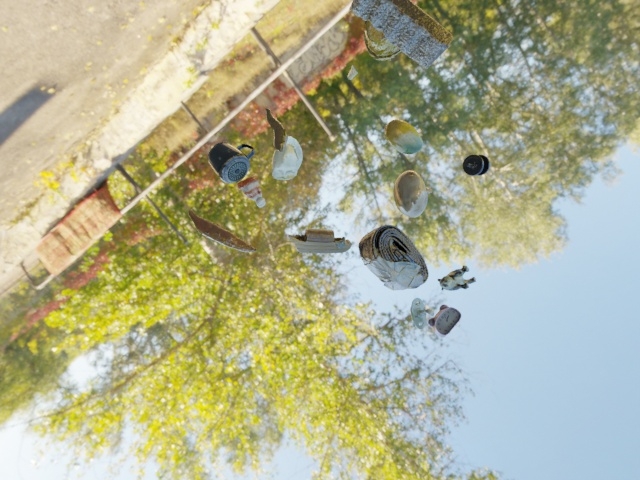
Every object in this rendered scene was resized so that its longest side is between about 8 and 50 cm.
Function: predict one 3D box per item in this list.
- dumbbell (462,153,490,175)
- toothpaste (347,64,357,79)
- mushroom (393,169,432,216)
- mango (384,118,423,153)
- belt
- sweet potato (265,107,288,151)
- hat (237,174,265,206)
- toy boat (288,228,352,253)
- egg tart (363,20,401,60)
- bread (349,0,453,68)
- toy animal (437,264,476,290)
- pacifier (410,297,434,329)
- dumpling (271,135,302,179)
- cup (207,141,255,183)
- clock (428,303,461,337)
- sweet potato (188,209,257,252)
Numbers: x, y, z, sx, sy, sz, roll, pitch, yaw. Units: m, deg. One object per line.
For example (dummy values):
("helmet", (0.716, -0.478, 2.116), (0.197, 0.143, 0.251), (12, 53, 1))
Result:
("dumbbell", (0.504, -0.244, 1.399), (0.069, 0.070, 0.147), (-28, 169, 39))
("toothpaste", (0.166, -0.867, 2.242), (0.029, 0.048, 0.197), (-31, -171, 0))
("mushroom", (0.444, -0.224, 2.073), (0.177, 0.227, 0.226), (-5, -165, -1))
("mango", (0.365, -0.447, 1.880), (0.092, 0.194, 0.130), (-5, -113, 65))
("belt", (0.291, 0.073, 1.677), (0.184, 0.289, 0.164), (-47, -170, -26))
("sweet potato", (-0.173, -0.446, 1.765), (0.069, 0.250, 0.059), (-6, 152, -22))
("hat", (-0.329, -0.236, 2.144), (0.112, 0.163, 0.093), (-30, -175, -20))
("toy boat", (0.000, 0.000, 2.084), (0.309, 0.116, 0.089), (2, -160, -10))
("egg tart", (0.327, -1.067, 2.152), (0.314, 0.315, 0.120), (-29, 164, 36))
("bread", (0.318, -0.866, 1.718), (0.113, 0.416, 0.165), (-56, -175, -19))
("toy animal", (0.587, 0.173, 1.885), (0.121, 0.094, 0.225), (-24, 173, 32))
("pacifier", (0.491, 0.345, 2.053), (0.116, 0.151, 0.126), (-15, 167, 42))
("dumpling", (-0.181, -0.461, 2.464), (0.131, 0.179, 0.252), (22, -81, 56))
("cup", (-0.429, -0.396, 2.108), (0.223, 0.169, 0.176), (-40, -123, -14))
("clock", (0.589, 0.375, 2.047), (0.153, 0.110, 0.050), (-47, 163, -10))
("sweet potato", (-0.379, -0.020, 1.635), (0.072, 0.314, 0.066), (-44, 157, -53))
